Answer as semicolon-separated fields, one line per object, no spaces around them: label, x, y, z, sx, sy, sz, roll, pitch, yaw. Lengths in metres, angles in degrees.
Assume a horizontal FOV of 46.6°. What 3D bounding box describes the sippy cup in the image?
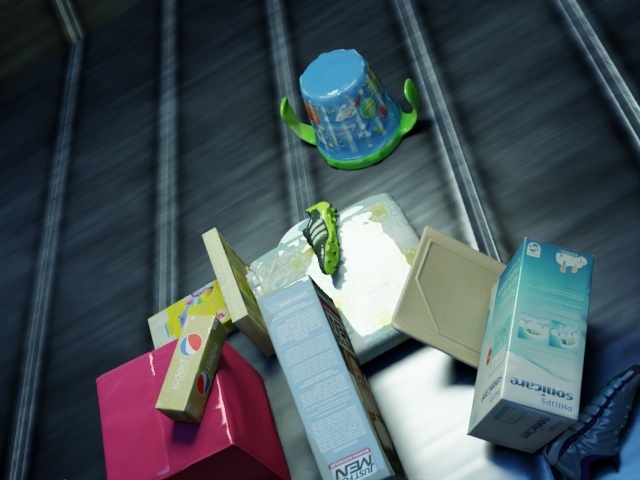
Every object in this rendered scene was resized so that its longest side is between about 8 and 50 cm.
sippy cup;0.064;-0.329;1.789;0.305;0.224;0.240;-31;49;2

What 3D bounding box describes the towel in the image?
towel;0.053;0.104;1.552;0.374;0.090;0.320;-29;58;5

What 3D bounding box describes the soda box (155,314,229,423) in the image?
soda box;-0.223;0.223;1.300;0.061;0.058;0.181;-1;56;24

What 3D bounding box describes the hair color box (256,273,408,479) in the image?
hair color box;0.021;0.266;1.330;0.114;0.185;0.374;-25;66;6

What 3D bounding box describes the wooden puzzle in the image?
wooden puzzle;0.261;0.114;1.416;0.221;0.044;0.238;26;61;-7

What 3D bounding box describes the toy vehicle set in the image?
toy vehicle set;-0.174;0.112;1.621;0.035;0.166;0.267;-30;48;3

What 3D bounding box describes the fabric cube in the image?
fabric cube;-0.241;0.367;1.410;0.259;0.254;0.258;-26;50;6

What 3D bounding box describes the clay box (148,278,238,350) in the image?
clay box;-0.278;0.182;1.697;0.222;0.053;0.127;-29;48;3

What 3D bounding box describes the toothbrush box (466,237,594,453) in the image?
toothbrush box;0.353;0.181;1.255;0.126;0.216;0.295;14;62;3

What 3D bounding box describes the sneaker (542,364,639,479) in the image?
sneaker;0.475;0.309;1.226;0.224;0.083;0.098;-44;70;-3

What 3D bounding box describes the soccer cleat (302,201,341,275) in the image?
soccer cleat;0.000;0.000;1.545;0.072;0.060;0.178;-18;52;23

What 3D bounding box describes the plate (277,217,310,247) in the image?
plate;-0.015;0.026;1.700;0.188;0.024;0.188;-14;51;17
